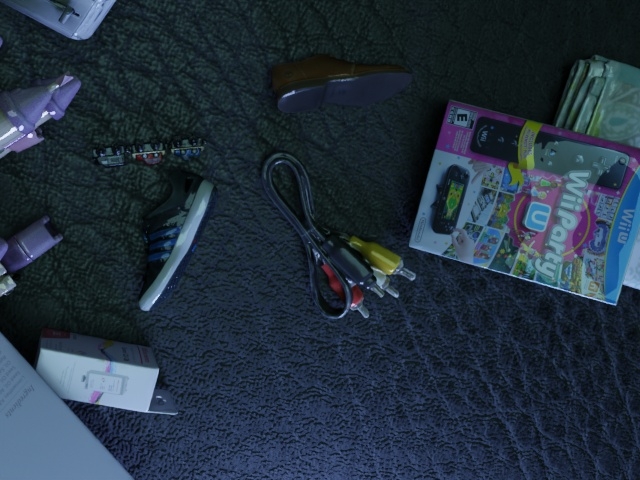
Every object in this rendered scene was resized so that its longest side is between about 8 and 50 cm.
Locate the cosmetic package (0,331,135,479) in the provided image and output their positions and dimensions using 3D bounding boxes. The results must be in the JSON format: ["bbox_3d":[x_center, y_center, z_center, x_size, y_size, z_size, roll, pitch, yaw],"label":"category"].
[{"bbox_3d":[-0.447,0.270,1.206,0.230,0.161,0.453,-26,110,35],"label":"cosmetic package"}]

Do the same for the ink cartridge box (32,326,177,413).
[{"bbox_3d":[-0.292,0.181,1.306,0.198,0.115,0.067,13,96,-17],"label":"ink cartridge box"}]

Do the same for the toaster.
[{"bbox_3d":[-0.312,-0.358,1.181,0.146,0.227,0.129,33,132,-21],"label":"toaster"}]

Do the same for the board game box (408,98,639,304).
[{"bbox_3d":[0.305,-0.059,1.365,0.303,0.097,0.224,16,96,10],"label":"board game box"}]

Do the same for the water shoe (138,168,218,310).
[{"bbox_3d":[-0.218,-0.001,1.328,0.080,0.073,0.203,27,88,5],"label":"water shoe"}]

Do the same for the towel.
[{"bbox_3d":[0.512,-0.087,1.483,0.375,0.090,0.320,17,97,-16],"label":"towel"}]

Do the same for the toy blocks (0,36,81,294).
[{"bbox_3d":[-0.384,-0.113,1.141,0.260,0.288,0.309,-34,103,-1],"label":"toy blocks"}]

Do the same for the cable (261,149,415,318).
[{"bbox_3d":[0.000,0.000,1.396,0.139,0.072,0.287,-42,95,13],"label":"cable"}]

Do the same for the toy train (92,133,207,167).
[{"bbox_3d":[-0.236,-0.122,1.314,0.158,0.027,0.036,-8,105,-12],"label":"toy train"}]

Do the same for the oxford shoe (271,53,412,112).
[{"bbox_3d":[0.031,-0.236,1.345,0.212,0.076,0.076,-7,61,-23],"label":"oxford shoe"}]
